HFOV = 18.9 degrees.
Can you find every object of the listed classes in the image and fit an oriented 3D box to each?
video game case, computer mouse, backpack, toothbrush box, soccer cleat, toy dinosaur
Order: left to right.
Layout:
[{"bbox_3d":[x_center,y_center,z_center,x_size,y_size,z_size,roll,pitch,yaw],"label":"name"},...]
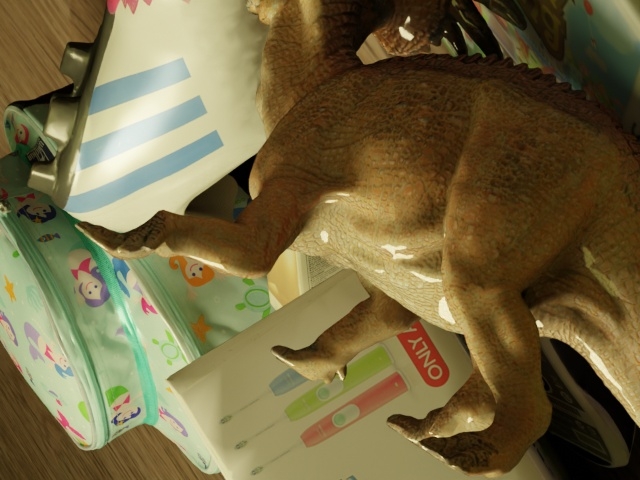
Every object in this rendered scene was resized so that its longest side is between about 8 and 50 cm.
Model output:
[{"bbox_3d":[-0.114,0.029,1.267,0.253,0.191,0.225,40,152,32],"label":"backpack"},{"bbox_3d":[-0.059,-0.124,1.051,0.331,0.143,0.116,116,165,-47],"label":"soccer cleat"},{"bbox_3d":[0.050,0.117,0.926,0.206,0.122,0.283,58,-174,5],"label":"toothbrush box"},{"bbox_3d":[0.052,-0.030,0.722,0.295,0.200,0.127,31,176,21],"label":"toy dinosaur"},{"bbox_3d":[0.084,-0.098,0.771,0.212,0.023,0.193,60,168,19],"label":"video game case"},{"bbox_3d":[0.095,0.026,0.862,0.106,0.042,0.193,24,154,53],"label":"computer mouse"}]

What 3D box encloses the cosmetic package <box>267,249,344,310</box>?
[{"bbox_3d":[0.000,0.000,1.118,0.041,0.060,0.115,46,154,34],"label":"cosmetic package"}]
